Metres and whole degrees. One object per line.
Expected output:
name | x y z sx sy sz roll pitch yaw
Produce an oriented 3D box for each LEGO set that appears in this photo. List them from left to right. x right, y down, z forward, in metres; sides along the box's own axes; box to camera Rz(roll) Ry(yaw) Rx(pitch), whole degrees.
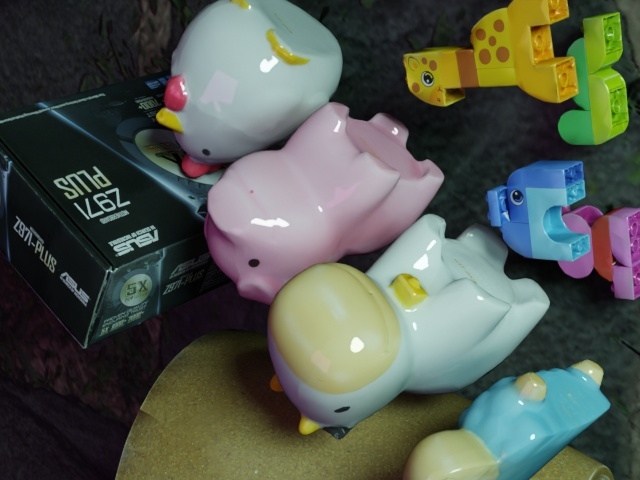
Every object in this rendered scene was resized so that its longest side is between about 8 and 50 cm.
LEGO set | 0.102 -0.073 0.571 0.093 0.087 0.227 5 109 43

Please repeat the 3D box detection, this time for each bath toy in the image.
bath toy | 0.000 0.000 0.610 0.129 0.151 0.348 -51 53 27

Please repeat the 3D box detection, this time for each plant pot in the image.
plant pot | 0.043 0.182 0.663 0.254 0.237 0.237 3 110 28

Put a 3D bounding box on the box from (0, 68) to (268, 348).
box | -0.126 -0.030 0.743 0.147 0.180 0.077 45 133 21
